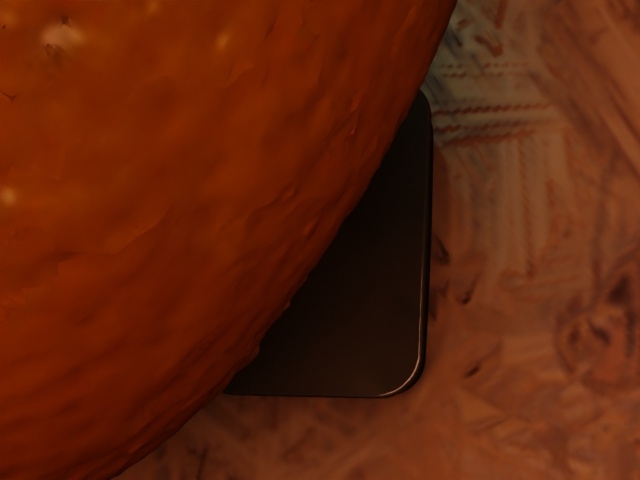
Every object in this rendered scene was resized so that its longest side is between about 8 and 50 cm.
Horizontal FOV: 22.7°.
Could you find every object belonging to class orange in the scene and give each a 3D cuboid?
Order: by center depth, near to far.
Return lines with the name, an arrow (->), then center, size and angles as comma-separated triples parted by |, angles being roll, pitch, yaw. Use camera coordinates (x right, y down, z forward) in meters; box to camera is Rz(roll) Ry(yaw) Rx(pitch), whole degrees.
orange -> -0.133, -0.098, 0.492 | 0.326, 0.424, 0.424 | 38, 90, -21

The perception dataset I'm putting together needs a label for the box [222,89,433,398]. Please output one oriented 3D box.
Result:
box -> 0.000, 0.000, 0.624 | 0.091, 0.031, 0.126 | -1, 78, 14
